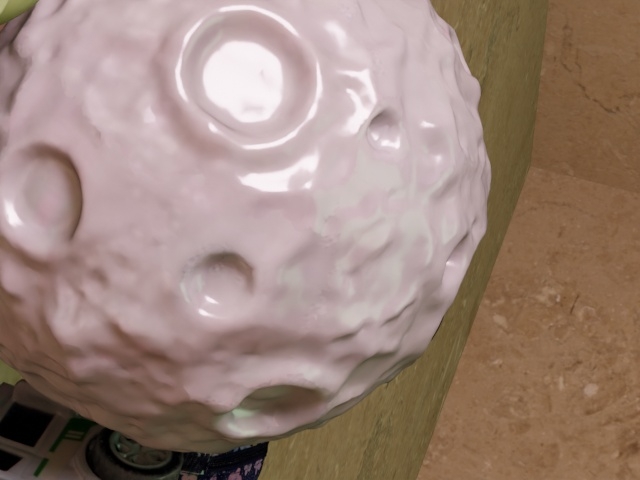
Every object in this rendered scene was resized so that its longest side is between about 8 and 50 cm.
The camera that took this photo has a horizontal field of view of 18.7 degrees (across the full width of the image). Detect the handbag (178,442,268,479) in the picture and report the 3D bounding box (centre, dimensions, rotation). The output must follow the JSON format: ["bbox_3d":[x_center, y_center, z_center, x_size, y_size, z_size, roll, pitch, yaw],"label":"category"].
[{"bbox_3d":[-0.114,0.194,1.641,0.229,0.127,0.208,-31,142,-74],"label":"handbag"}]

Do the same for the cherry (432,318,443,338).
[{"bbox_3d":[0.000,0.000,1.686,0.296,0.218,0.255,67,9,-46],"label":"cherry"}]

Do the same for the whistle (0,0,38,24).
[{"bbox_3d":[-0.197,-0.147,0.931,0.288,0.106,0.131,-47,152,-68],"label":"whistle"}]

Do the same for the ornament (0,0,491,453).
[{"bbox_3d":[-0.057,-0.036,1.155,0.337,0.337,0.337,15,90,-78],"label":"ornament"}]

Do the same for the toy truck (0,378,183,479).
[{"bbox_3d":[-0.211,0.225,1.136,0.363,0.178,0.176,-56,167,-58],"label":"toy truck"}]
